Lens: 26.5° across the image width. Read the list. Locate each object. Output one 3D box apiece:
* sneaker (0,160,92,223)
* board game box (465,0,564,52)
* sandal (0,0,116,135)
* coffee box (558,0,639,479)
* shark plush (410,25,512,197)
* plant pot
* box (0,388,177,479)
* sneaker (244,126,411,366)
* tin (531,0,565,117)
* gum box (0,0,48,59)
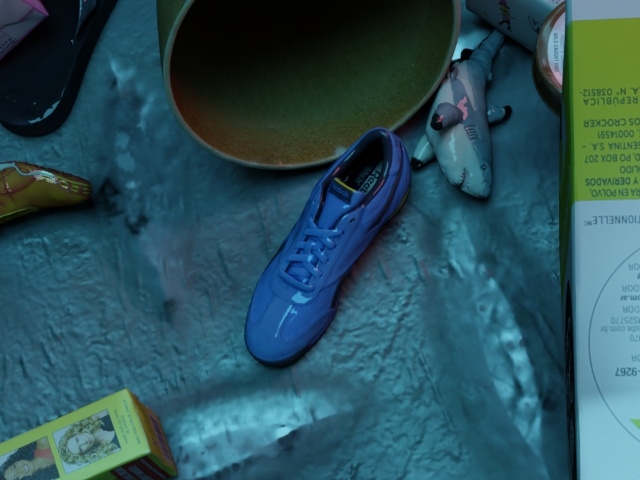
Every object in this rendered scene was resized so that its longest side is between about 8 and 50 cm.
[{"bbox_3d":[-0.275,-0.035,1.161,0.175,0.064,0.067,0,86,16],"label":"sneaker"},{"bbox_3d":[0.295,-0.263,1.113,0.224,0.097,0.303,37,77,17],"label":"board game box"},{"bbox_3d":[-0.235,-0.217,1.227,0.097,0.054,0.255,3,67,12],"label":"sandal"},{"bbox_3d":[0.321,0.048,0.847,0.338,0.338,0.334,-1,67,10],"label":"coffee box"},{"bbox_3d":[0.126,-0.108,1.129,0.067,0.073,0.161,21,49,-2],"label":"shark plush"},{"bbox_3d":[-0.040,-0.228,1.122,0.237,0.237,0.254,-23,48,0],"label":"plant pot"},{"bbox_3d":[-0.231,0.191,1.030,0.232,0.087,0.058,-24,66,-1],"label":"box"},{"bbox_3d":[0.000,0.000,1.073,0.069,0.082,0.209,29,76,19],"label":"sneaker"},{"bbox_3d":[0.252,-0.134,1.005,0.189,0.040,0.106,-1,76,6],"label":"tin"},{"bbox_3d":[-0.337,-0.192,1.201,0.188,0.062,0.107,-39,63,13],"label":"gum box"}]
